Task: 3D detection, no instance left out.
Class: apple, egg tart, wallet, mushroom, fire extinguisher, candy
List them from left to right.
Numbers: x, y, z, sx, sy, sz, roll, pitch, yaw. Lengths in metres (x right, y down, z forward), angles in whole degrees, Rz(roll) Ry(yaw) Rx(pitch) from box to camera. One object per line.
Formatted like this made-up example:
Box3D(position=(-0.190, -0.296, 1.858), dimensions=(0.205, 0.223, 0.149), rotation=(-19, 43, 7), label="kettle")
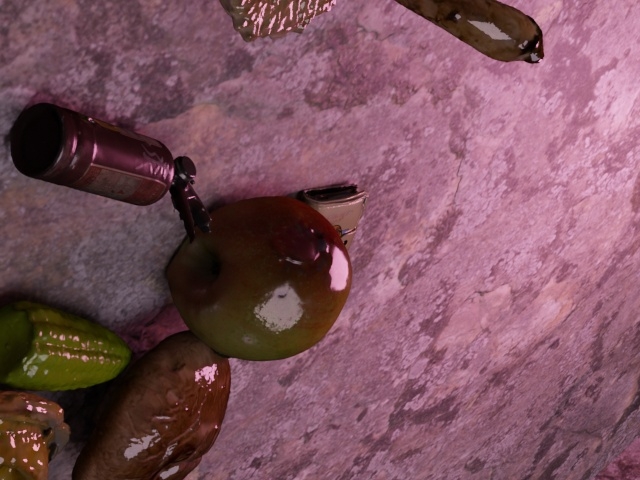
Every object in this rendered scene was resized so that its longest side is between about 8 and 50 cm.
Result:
Box3D(position=(-0.402, 0.252, 1.355), dimensions=(0.278, 0.095, 0.279), rotation=(-20, 154, -10), label="egg tart")
Box3D(position=(-0.288, 0.124, 1.402), dimensions=(0.097, 0.097, 0.209), rotation=(-53, 150, 12), label="candy")
Box3D(position=(-0.203, -0.060, 1.283), dimensions=(0.252, 0.075, 0.106), rotation=(17, 74, -56), label="fire extinguisher")
Box3D(position=(-0.209, 0.234, 1.558), dimensions=(0.278, 0.146, 0.278), rotation=(-53, 170, -14), label="mushroom")
Box3D(position=(-0.068, 0.051, 1.512), dimensions=(0.188, 0.173, 0.207), rotation=(0, 111, -52), label="apple")
Box3D(position=(0.000, 0.000, 1.641), dimensions=(0.110, 0.039, 0.155), rotation=(-12, 136, -40), label="wallet")
Box3D(position=(0.050, -0.285, 1.161), dimensions=(0.233, 0.301, 0.208), rotation=(7, 89, -67), label="mushroom")
